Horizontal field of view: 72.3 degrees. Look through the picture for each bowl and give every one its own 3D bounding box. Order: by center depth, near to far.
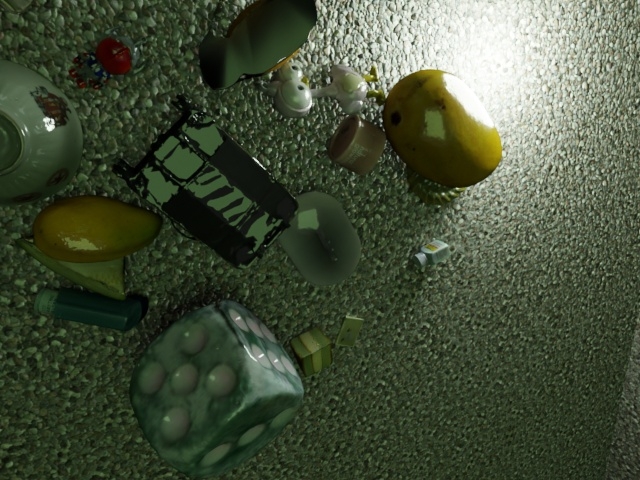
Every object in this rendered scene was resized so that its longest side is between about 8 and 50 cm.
[{"bbox_3d":[-0.710,-0.222,0.950,0.338,0.157,0.336,-7,109,-20],"label":"bowl"}]

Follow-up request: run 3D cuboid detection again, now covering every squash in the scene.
[{"bbox_3d":[-0.630,0.081,1.109,0.252,0.169,0.093,0,151,-24],"label":"squash"}]

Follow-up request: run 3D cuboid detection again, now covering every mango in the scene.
[{"bbox_3d":[-0.551,-0.030,1.087,0.317,0.119,0.176,-3,64,-34],"label":"mango"},{"bbox_3d":[0.384,-0.327,1.341,0.446,0.232,0.299,25,79,-29],"label":"mango"}]

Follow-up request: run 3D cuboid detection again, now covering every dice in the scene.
[{"bbox_3d":[-0.265,0.389,1.186,0.348,0.330,0.328,-44,149,-3],"label":"dice"}]

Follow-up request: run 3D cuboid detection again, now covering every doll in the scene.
[{"bbox_3d":[-0.493,-0.426,1.033,0.195,0.062,0.104,-32,99,-2],"label":"doll"},{"bbox_3d":[0.005,-0.419,1.217,0.366,0.094,0.160,-8,78,-26],"label":"doll"}]

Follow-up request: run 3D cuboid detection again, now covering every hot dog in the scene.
[{"bbox_3d":[-0.166,-0.520,1.121,0.326,0.107,0.194,-23,105,-5],"label":"hot dog"}]

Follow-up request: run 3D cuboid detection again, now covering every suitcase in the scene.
[{"bbox_3d":[-0.278,-0.131,1.143,0.283,0.194,0.434,-49,118,-2],"label":"suitcase"}]

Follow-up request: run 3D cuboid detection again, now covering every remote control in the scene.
[{"bbox_3d":[0.000,0.000,1.357,0.221,0.103,0.332,-33,117,-4],"label":"remote control"}]

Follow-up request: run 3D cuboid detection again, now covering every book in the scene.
[{"bbox_3d":[0.103,0.325,1.558,0.077,0.014,0.110,15,100,-26],"label":"book"}]

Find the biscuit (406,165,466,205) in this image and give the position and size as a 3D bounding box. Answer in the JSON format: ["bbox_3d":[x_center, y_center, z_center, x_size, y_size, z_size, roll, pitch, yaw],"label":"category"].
[{"bbox_3d":[0.417,-0.210,1.507,0.274,0.036,0.187,-9,110,-20],"label":"biscuit"}]

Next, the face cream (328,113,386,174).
[{"bbox_3d":[0.105,-0.280,1.285,0.104,0.149,0.149,23,97,-27],"label":"face cream"}]

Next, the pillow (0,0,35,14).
[{"bbox_3d":[-0.693,-0.595,0.901,0.233,0.038,0.130,42,85,-29],"label":"pillow"}]

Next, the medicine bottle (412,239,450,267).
[{"bbox_3d":[0.391,0.050,1.559,0.118,0.074,0.054,-27,116,-12],"label":"medicine bottle"}]

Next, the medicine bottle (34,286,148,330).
[{"bbox_3d":[-0.601,0.178,1.164,0.259,0.124,0.079,14,105,-14],"label":"medicine bottle"}]

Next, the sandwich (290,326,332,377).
[{"bbox_3d":[-0.012,0.403,1.463,0.117,0.144,0.187,-24,114,-12],"label":"sandwich"}]
